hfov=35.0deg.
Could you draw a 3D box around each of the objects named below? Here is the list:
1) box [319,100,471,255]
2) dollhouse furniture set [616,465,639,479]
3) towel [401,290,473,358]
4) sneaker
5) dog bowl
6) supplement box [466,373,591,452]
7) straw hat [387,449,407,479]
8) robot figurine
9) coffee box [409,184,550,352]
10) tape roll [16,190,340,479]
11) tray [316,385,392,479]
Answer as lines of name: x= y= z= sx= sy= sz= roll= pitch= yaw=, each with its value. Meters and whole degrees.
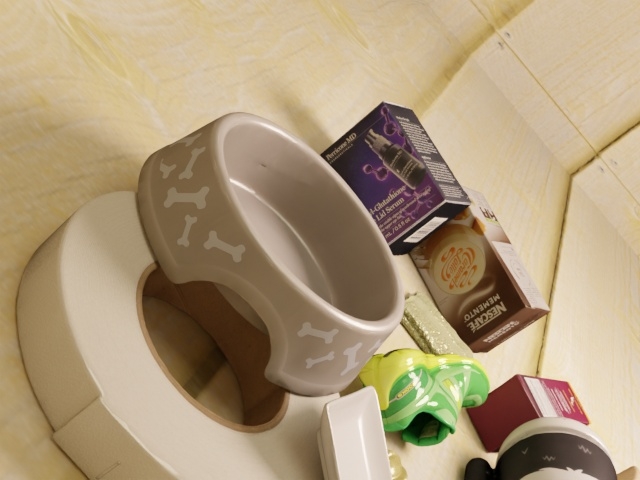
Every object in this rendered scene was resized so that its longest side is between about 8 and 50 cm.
box: x=0.123 y=-0.101 z=1.677 sx=0.108 sy=0.153 sz=0.207 roll=2 pitch=53 yaw=-58
dollhouse furniture set: x=0.530 y=0.513 z=1.480 sx=0.303 sy=0.198 sz=0.286 roll=51 pitch=25 yaw=-2
towel: x=0.179 y=0.146 z=1.585 sx=0.148 sy=0.027 sz=0.110 roll=53 pitch=26 yaw=4
sneaker: x=0.139 y=0.214 z=1.365 sx=0.295 sy=0.109 sz=0.123 roll=14 pitch=67 yaw=-55
dog bowl: x=-0.041 y=0.002 z=1.154 sx=0.349 sy=0.102 sz=0.349 roll=41 pitch=25 yaw=-23
supplement box: x=0.324 y=0.270 z=1.569 sx=0.188 sy=0.104 sz=0.081 roll=15 pitch=43 yaw=-51
straw hat: x=0.065 y=0.268 z=1.154 sx=0.144 sy=0.061 sz=0.144 roll=50 pitch=21 yaw=-28
robot figurine: x=0.315 y=0.361 z=1.358 sx=0.209 sy=0.173 sz=0.278 roll=48 pitch=25 yaw=-15
coffee box: x=0.256 y=0.049 z=1.713 sx=0.098 sy=0.141 sz=0.246 roll=14 pitch=44 yaw=-54
tape roll: x=-0.130 y=0.122 z=1.041 sx=0.392 sy=0.072 sz=0.392 roll=40 pitch=27 yaw=-25
tray: x=0.045 y=0.292 z=1.044 sx=0.145 sy=0.030 sz=0.270 roll=-1 pitch=80 yaw=-67
